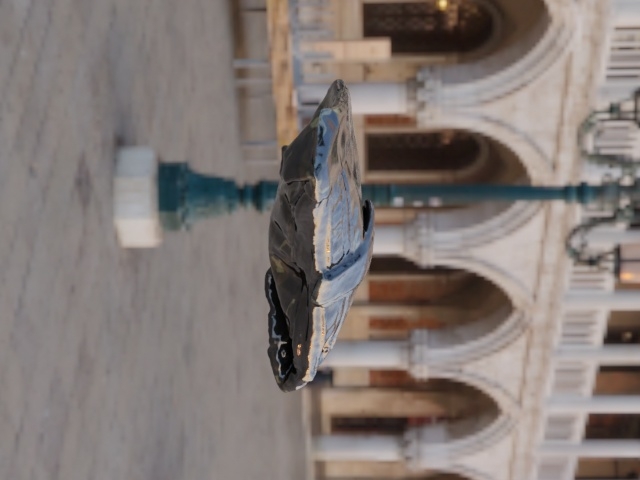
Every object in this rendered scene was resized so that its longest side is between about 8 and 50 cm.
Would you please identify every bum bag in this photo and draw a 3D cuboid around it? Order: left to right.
[{"bbox_3d":[0.001,-0.001,0.800,0.102,0.069,0.248,-54,163,-34],"label":"bum bag"}]
